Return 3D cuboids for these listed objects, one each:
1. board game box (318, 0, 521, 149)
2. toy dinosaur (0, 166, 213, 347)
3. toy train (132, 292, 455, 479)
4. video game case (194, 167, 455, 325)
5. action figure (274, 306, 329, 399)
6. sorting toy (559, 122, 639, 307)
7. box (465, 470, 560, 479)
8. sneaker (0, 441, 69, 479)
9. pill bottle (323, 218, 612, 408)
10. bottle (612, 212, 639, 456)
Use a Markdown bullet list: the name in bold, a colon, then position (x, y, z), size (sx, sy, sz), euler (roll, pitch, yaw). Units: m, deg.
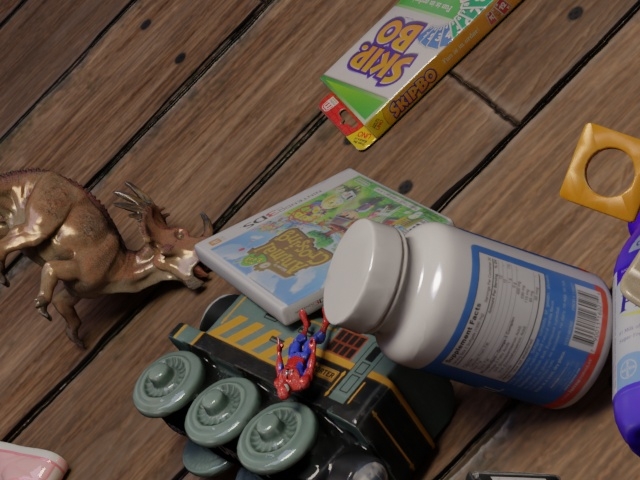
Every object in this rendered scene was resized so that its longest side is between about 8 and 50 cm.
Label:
- **board game box**: position (0.106, -0.218, 1.692), size (0.259, 0.039, 0.124), euler (-46, 39, 5)
- **toy dinosaur**: position (-0.272, -0.014, 1.714), size (0.200, 0.296, 0.127), euler (-53, 10, -10)
- **toy train**: position (-0.031, 0.147, 1.439), size (0.190, 0.142, 0.334), euler (-47, 36, -20)
- **video game case**: position (0.000, 0.000, 1.525), size (0.193, 0.023, 0.212), euler (-27, 27, -18)
- **action figure**: position (-0.019, 0.100, 1.353), size (0.038, 0.030, 0.115), euler (-6, 35, 20)
- **sorting toy**: position (0.349, 0.003, 1.156), size (0.348, 0.047, 0.196), euler (34, 97, 19)
- **box**: position (0.152, 0.342, 1.030), size (0.307, 0.077, 0.242), euler (-119, 40, -55)
- **sneaker**: position (-0.338, 0.260, 1.670), size (0.134, 0.051, 0.070), euler (1, 53, 37)
- **pill bottle**: position (0.120, 0.056, 1.281), size (0.124, 0.221, 0.124), euler (-54, 26, 42)
- **bottle**: position (0.298, 0.041, 1.255), size (0.118, 0.092, 0.283), euler (-12, 50, 27)
